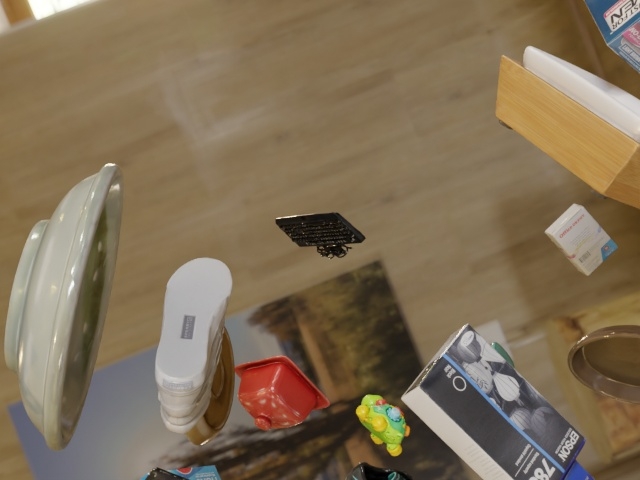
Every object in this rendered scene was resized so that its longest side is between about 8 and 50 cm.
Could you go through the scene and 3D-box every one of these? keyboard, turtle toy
[{"bbox_3d":[0.000,0.000,1.697,0.100,0.038,0.192,39,160,-23],"label":"keyboard"},{"bbox_3d":[0.112,0.323,1.940,0.130,0.066,0.095,29,154,52],"label":"turtle toy"}]

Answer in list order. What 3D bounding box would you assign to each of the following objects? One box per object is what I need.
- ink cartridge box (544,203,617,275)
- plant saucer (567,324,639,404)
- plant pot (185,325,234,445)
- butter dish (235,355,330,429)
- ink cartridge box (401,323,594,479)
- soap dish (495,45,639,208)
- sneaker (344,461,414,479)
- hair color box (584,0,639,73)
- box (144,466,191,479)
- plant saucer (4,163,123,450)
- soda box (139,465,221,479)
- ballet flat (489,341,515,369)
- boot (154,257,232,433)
[{"bbox_3d":[0.541,-0.003,2.229,0.122,0.088,0.052,46,-179,-16],"label":"ink cartridge box"},{"bbox_3d":[0.612,0.237,2.042,0.278,0.277,0.041,72,-149,-54],"label":"plant saucer"},{"bbox_3d":[-0.190,0.229,1.823,0.236,0.032,0.236,-3,-90,-75],"label":"plant pot"},{"bbox_3d":[-0.092,0.317,2.094,0.160,0.160,0.118,50,-134,-24],"label":"butter dish"},{"bbox_3d":[0.295,0.301,1.670,0.332,0.165,0.065,44,141,0],"label":"ink cartridge box"},{"bbox_3d":[0.395,-0.143,1.481,0.229,0.118,0.291,15,-158,-38],"label":"soap dish"},{"bbox_3d":[0.169,0.524,2.124,0.101,0.267,0.106,-68,-3,-61],"label":"sneaker"},{"bbox_3d":[0.459,-0.396,1.621,0.174,0.105,0.347,27,-144,-37],"label":"hair color box"},{"bbox_3d":[-0.250,0.573,1.901,0.295,0.293,0.073,-53,-36,-38],"label":"box"},{"bbox_3d":[-0.359,0.083,1.483,0.400,0.100,0.401,-168,90,-85],"label":"plant saucer"},{"bbox_3d":[-0.313,0.553,2.387,0.210,0.067,0.071,9,-133,-52],"label":"soda box"},{"bbox_3d":[0.340,0.333,2.205,0.400,0.139,0.139,-66,-43,-73],"label":"ballet flat"},{"bbox_3d":[-0.184,0.147,1.513,0.258,0.095,0.123,-78,-3,-50],"label":"boot"}]
